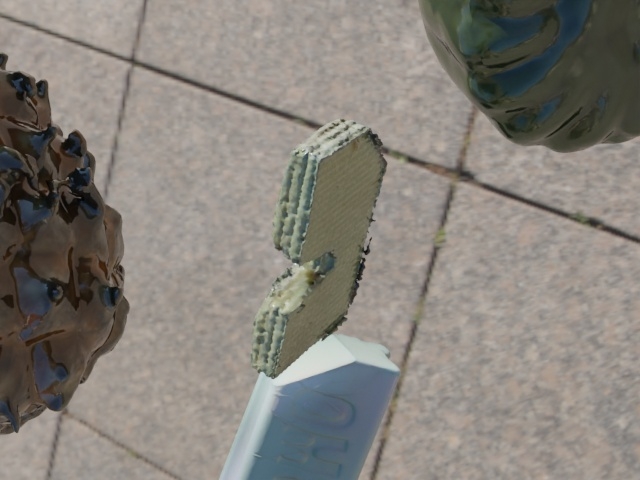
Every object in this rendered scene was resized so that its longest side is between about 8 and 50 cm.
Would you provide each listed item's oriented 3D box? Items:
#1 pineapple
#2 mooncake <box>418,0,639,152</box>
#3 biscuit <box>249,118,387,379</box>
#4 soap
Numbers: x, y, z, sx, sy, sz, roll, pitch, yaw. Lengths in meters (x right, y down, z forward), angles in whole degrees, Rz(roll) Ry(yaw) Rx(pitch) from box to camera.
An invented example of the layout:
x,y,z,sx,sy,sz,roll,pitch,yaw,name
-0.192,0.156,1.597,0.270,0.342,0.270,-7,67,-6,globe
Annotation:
x,y,z,sx,sy,sz,roll,pitch,yaw,name
-0.165,-0.012,0.459,0.166,0.166,0.193,-23,111,35,pineapple
0.279,-0.261,1.299,0.351,0.351,0.187,-57,35,25,mooncake
0.000,0.000,1.079,0.046,0.147,0.250,28,128,20,biscuit
-0.020,0.273,1.674,0.095,0.173,0.289,-123,52,-67,soap
